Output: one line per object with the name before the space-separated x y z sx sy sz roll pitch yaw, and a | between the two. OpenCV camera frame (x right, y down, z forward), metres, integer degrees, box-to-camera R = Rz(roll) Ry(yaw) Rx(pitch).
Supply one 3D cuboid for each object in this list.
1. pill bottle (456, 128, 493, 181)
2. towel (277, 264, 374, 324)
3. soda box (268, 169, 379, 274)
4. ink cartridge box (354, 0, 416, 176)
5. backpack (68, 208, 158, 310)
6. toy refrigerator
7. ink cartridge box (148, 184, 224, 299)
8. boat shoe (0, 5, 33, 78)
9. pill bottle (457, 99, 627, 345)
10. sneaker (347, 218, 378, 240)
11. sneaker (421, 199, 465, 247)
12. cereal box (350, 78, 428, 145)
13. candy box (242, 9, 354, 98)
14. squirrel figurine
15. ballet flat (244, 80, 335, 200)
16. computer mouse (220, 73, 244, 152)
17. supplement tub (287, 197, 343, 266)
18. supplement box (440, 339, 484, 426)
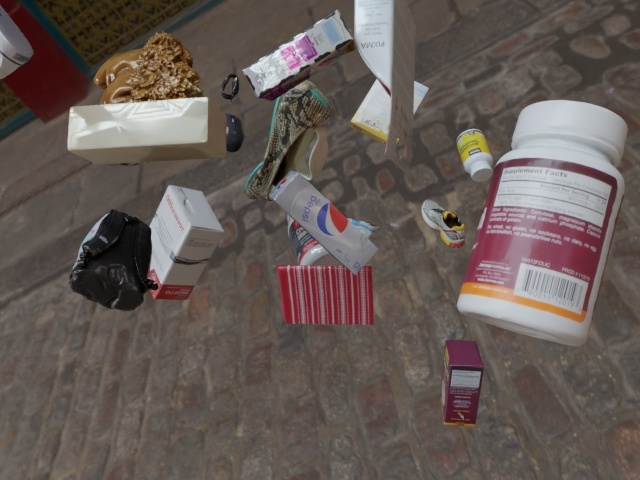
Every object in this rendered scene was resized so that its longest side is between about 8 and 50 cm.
pill bottle | 0.558 -0.304 2.042 0.103 0.103 0.184 -21 53 19
towel | 0.015 0.156 1.632 0.274 0.199 0.031 0 28 10
soda box | 0.008 -0.044 1.408 0.091 0.286 0.098 -47 17 -2
ink cartridge box | 0.149 -0.358 1.294 0.091 0.308 0.385 3 89 18
backpack | -0.384 0.031 1.052 0.115 0.152 0.182 -36 38 26
toy refrigerator | -0.320 -0.206 1.061 0.269 0.102 0.094 -2 82 11
ink cartridge box | -0.411 0.008 1.641 0.273 0.114 0.197 -57 48 26
boat shoe | -0.583 -0.382 0.923 0.084 0.258 0.095 -35 -1 11
pill bottle | 0.401 -0.031 1.015 0.224 0.224 0.392 11 80 44
sneaker | 0.127 -0.027 1.975 0.083 0.071 0.190 -70 19 -1
sneaker | 0.428 -0.077 1.947 0.088 0.093 0.225 -18 44 -20
cereal box | 0.232 -0.446 1.905 0.173 0.047 0.240 30 78 7
candy box | -0.041 -0.393 1.234 0.233 0.071 0.159 -30 7 11
squirrel figurine | -0.526 -0.403 1.665 0.397 0.281 0.370 -32 33 34
ballet flat | -0.083 -0.217 1.559 0.164 0.182 0.483 -38 -12 -37
computer mouse | -0.241 -0.357 1.568 0.041 0.071 0.242 -24 64 54
supplement tub | 0.000 0.000 1.862 0.191 0.191 0.272 -30 45 9
supplement box | 0.347 0.353 1.406 0.080 0.188 0.104 1 26 5
